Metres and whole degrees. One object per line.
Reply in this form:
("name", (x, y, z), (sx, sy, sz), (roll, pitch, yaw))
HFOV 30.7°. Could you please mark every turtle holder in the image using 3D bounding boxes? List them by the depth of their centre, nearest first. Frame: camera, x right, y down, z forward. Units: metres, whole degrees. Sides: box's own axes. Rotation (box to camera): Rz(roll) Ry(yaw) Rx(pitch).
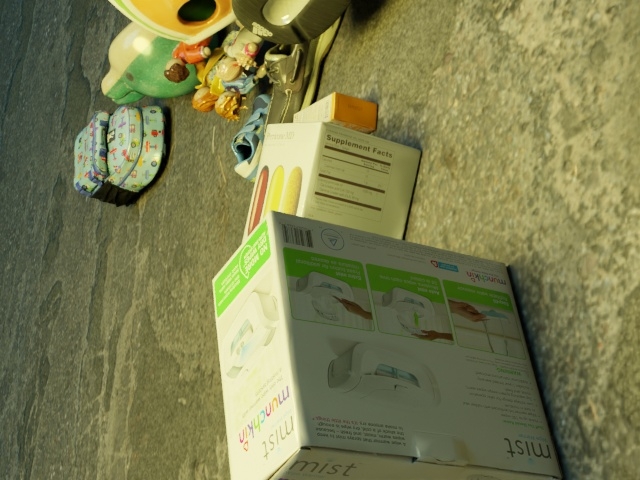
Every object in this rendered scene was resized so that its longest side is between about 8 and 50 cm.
("turtle holder", (-0.195, -0.390, 1.552), (0.243, 0.227, 0.320), (-37, 19, -9))

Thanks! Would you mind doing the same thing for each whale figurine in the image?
("whale figurine", (-0.257, -0.283, 1.887), (0.216, 0.141, 0.272), (-46, 4, -28))

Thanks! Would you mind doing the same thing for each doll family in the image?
("doll family", (-0.121, -0.252, 1.669), (0.263, 0.118, 0.163), (12, 71, 57))

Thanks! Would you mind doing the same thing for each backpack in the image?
("backpack", (-0.338, -0.158, 2.000), (0.173, 0.117, 0.158), (-31, 53, 49))

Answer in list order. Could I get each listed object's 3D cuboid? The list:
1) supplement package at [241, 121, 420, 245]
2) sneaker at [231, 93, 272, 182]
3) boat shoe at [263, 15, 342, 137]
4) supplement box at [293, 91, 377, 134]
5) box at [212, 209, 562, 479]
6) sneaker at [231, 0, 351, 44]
("supplement package", (0.000, 0.000, 1.305), (0.139, 0.134, 0.244), (6, 84, 61))
("sneaker", (-0.088, -0.145, 1.603), (0.053, 0.059, 0.144), (-40, 42, 49))
("boat shoe", (-0.040, -0.235, 1.539), (0.080, 0.073, 0.223), (44, 116, 59))
("supplement box", (0.016, -0.143, 1.412), (0.098, 0.062, 0.036), (-20, 63, 58))
("box", (0.055, 0.119, 1.025), (0.127, 0.262, 0.231), (-48, 41, 43))
("sneaker", (0.060, -0.448, 1.355), (0.447, 0.169, 0.257), (-35, 36, 37))
